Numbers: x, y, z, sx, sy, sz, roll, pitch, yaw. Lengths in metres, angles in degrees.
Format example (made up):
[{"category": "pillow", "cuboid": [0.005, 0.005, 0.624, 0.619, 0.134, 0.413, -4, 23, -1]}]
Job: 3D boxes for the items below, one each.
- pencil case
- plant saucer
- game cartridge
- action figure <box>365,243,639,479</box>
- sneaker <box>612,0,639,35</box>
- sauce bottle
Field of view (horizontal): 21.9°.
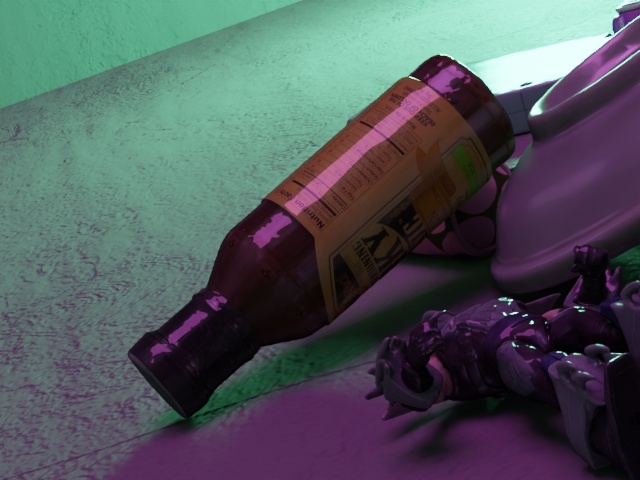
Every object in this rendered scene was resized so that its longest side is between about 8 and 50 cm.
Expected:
[{"category": "pencil case", "cuboid": [0.085, -0.039, 1.465, 0.095, 0.098, 0.209, -28, 17, -32]}, {"category": "plant saucer", "cuboid": [0.270, -0.118, 1.263, 0.400, 0.100, 0.400, -38, 6, 4]}, {"category": "game cartridge", "cuboid": [0.186, -0.159, 1.858, 0.294, 0.060, 0.196, -9, 15, 34]}, {"category": "action figure", "cuboid": [0.138, 0.065, 1.039, 0.185, 0.099, 0.285, -31, 15, -22]}, {"category": "sneaker", "cuboid": [0.407, -0.246, 1.828, 0.161, 0.102, 0.282, -20, 4, 8]}, {"category": "sauce bottle", "cuboid": [0.000, 0.000, 1.292, 0.344, 0.111, 0.111, -42, 20, -11]}]
